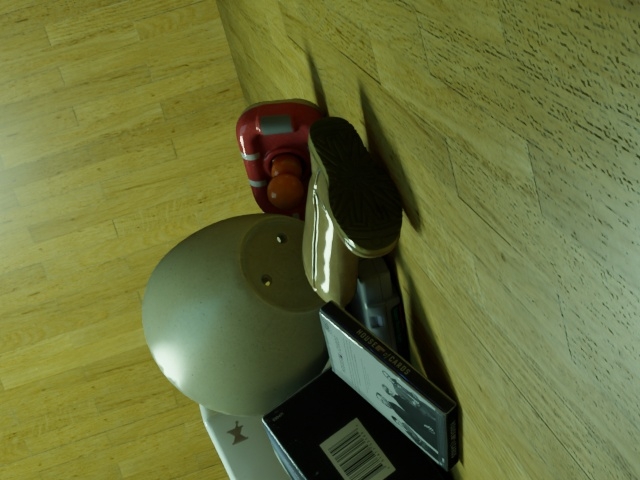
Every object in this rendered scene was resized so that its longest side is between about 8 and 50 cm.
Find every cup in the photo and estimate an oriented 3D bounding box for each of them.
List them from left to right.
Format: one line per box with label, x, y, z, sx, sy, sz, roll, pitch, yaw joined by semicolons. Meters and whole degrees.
cup;-0.092;0.086;1.885;0.237;0.331;0.331;-47;57;53

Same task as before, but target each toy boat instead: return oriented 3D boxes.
toy boat;-0.054;-0.108;1.916;0.151;0.151;0.231;-86;-13;-44

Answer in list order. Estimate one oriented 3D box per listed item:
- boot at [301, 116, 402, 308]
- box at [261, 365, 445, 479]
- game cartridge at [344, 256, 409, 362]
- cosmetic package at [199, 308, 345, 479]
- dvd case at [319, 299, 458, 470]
boot;0.037;0.002;1.570;0.269;0.089;0.236;95;163;-50
box;0.064;0.384;1.912;0.296;0.183;0.294;52;170;17
game cartridge;0.078;0.097;1.871;0.355;0.068;0.230;78;168;-47
cosmetic package;-0.049;0.325;2.325;0.394;0.329;0.327;-121;9;-66
dvd case;0.097;0.203;1.643;0.238;0.029;0.179;40;158;28
